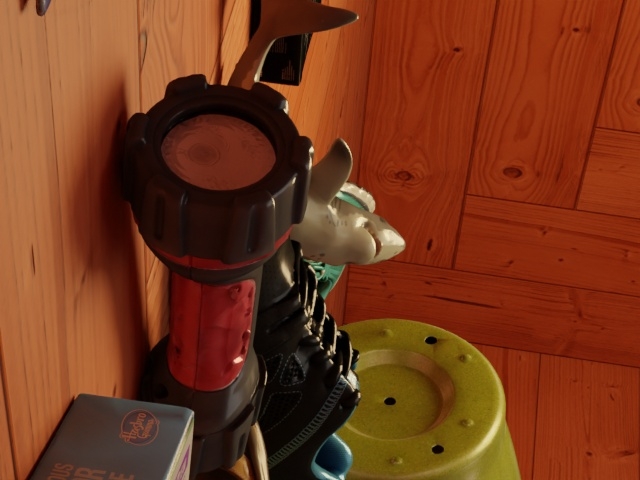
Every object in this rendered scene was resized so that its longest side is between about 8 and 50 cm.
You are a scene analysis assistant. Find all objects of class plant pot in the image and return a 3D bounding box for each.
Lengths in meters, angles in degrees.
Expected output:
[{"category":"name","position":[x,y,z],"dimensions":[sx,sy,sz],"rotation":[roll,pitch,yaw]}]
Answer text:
[{"category":"plant pot","position":[0.075,0.287,1.734],"dimensions":[0.366,0.366,0.353],"rotation":[-78,171,-49]}]

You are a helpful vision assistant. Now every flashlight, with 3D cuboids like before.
[{"category":"flashlight","position":[-0.068,0.039,0.941],"dimensions":[0.103,0.103,0.304],"rotation":[56,-26,31]}]

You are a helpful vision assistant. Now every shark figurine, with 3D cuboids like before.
[{"category":"shark figurine","position":[-0.044,-0.085,1.238],"dimensions":[0.116,0.166,0.278],"rotation":[-120,-169,-53]}]

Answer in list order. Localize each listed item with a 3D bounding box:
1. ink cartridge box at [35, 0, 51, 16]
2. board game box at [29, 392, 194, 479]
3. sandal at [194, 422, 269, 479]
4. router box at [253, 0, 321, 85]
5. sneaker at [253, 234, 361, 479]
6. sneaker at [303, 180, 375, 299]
[{"category":"ink cartridge box","position":[-0.053,-0.294,0.612],"dimensions":[0.307,0.072,0.303],"rotation":[92,7,-46]},{"category":"board game box","position":[-0.125,0.268,0.766],"dimensions":[0.242,0.064,0.316],"rotation":[-72,170,-69]},{"category":"sandal","position":[-0.071,0.166,1.076],"dimensions":[0.072,0.049,0.180],"rotation":[-42,-126,32]},{"category":"router box","position":[-0.024,-0.240,1.336],"dimensions":[0.133,0.046,0.179],"rotation":[-77,174,-49]},{"category":"sneaker","position":[-0.032,0.064,1.174],"dimensions":[0.125,0.140,0.341],"rotation":[-75,172,-47]},{"category":"sneaker","position":[0.000,0.000,1.889],"dimensions":[0.275,0.107,0.110],"rotation":[90,18,-64]}]
